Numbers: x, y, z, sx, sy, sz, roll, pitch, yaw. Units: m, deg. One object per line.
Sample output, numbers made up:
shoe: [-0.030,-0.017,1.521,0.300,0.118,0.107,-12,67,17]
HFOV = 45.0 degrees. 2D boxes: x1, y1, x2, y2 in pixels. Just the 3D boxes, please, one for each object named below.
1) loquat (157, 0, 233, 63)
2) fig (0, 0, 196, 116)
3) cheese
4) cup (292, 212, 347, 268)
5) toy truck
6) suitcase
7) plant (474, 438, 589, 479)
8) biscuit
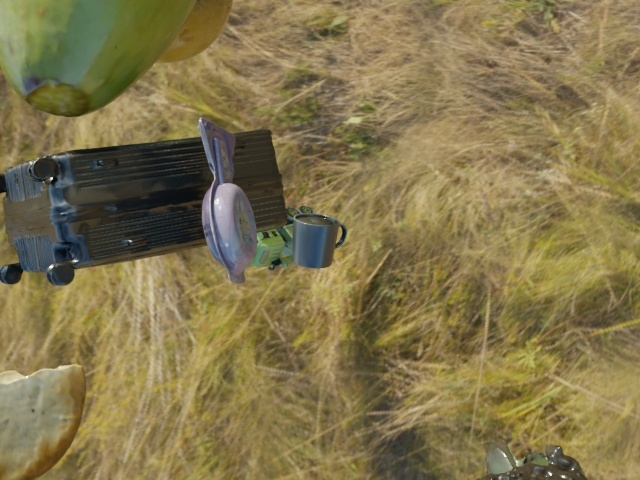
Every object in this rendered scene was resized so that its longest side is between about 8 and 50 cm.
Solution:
loquat: [-0.271,-0.422,1.264,0.263,0.263,0.263,9,108,28]
fig: [-0.278,-0.305,0.912,0.258,0.258,0.326,9,74,28]
cheese: [-0.109,-0.043,0.895,0.042,0.105,0.190,-12,83,15]
cup: [0.000,0.000,1.300,0.078,0.100,0.077,30,119,55]
toy truck: [-0.061,0.000,1.386,0.100,0.169,0.077,51,133,30]
suitcase: [-0.238,-0.046,1.022,0.230,0.335,0.152,-2,98,53]
plant: [0.224,0.290,0.783,0.131,0.203,0.142,-28,103,5]
biscuit: [-0.545,0.320,1.301,0.040,0.309,0.204,-11,84,51]
